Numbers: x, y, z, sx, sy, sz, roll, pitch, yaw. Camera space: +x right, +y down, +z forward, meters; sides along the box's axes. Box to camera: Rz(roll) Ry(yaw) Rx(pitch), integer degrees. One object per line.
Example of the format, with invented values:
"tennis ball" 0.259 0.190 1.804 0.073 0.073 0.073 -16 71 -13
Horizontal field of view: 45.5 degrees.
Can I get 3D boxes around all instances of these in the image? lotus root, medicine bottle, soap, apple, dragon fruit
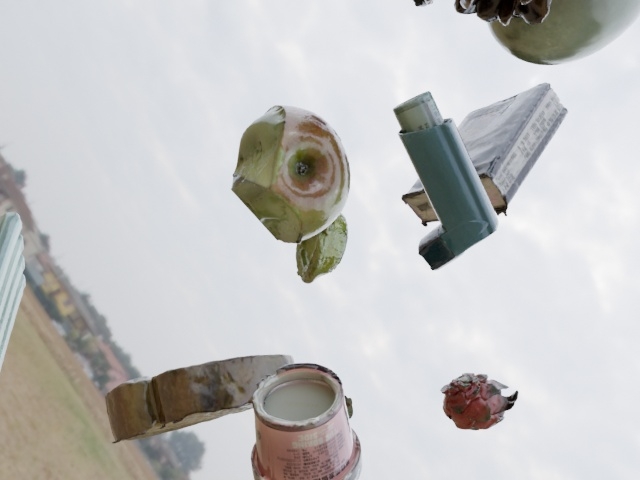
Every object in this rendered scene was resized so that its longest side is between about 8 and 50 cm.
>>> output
"lotus root" -0.217 0.309 1.502 0.375 0.390 0.111 22 52 -61
"medicine bottle" 0.174 -0.088 1.143 0.124 0.079 0.259 -19 -78 28
"soap" -0.497 0.096 1.103 0.266 0.087 0.160 -99 -162 -50
"apple" -0.039 -0.098 1.145 0.188 0.173 0.207 8 -80 56
"dragon fruit" 0.309 0.317 1.519 0.130 0.141 0.121 -83 -171 -49

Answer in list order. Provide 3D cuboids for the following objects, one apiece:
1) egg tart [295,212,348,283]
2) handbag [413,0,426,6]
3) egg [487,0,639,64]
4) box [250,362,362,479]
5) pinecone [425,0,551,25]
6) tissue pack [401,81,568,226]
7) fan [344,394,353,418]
"egg tart" 0.000 0.000 1.636 0.197 0.078 0.197 -168 -90 -71
"handbag" 0.245 -0.666 1.658 0.223 0.080 0.247 -33 -101 39
"egg" 0.447 -0.455 1.358 0.258 0.352 0.258 47 -14 15
"box" -0.024 0.250 1.011 0.151 0.151 0.135 32 -43 50
"pinecone" 0.282 -0.498 1.072 0.398 0.397 0.398 48 -21 25
"tissue pack" 0.376 -0.192 1.729 0.259 0.361 0.122 -12 -58 52
"fan" 0.040 0.354 1.544 0.055 0.004 0.083 2 -94 26
